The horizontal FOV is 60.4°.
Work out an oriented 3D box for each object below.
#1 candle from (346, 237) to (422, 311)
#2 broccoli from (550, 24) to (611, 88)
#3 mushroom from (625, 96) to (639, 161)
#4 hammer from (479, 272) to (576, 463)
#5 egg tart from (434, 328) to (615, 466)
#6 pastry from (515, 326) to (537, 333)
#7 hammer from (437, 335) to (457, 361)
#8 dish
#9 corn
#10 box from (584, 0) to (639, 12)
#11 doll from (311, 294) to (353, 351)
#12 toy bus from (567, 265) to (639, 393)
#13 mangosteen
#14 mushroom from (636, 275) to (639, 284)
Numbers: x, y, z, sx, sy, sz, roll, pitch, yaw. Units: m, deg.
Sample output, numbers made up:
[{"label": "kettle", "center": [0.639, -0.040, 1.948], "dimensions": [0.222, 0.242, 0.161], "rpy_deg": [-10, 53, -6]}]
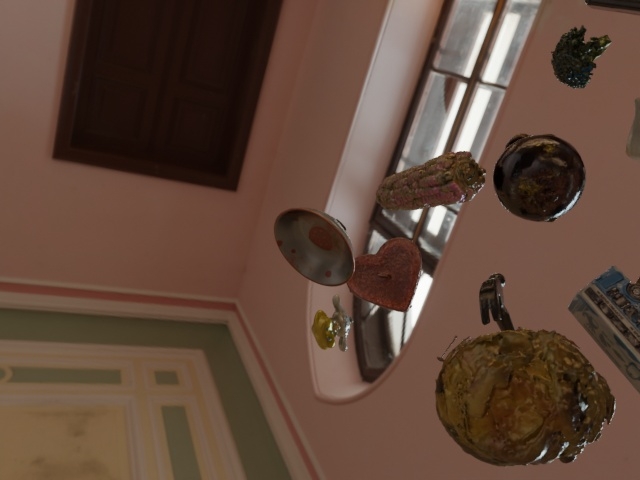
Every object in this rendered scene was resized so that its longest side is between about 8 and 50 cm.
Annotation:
[{"label": "candle", "center": [0.262, 0.153, 2.148], "dimensions": [0.131, 0.316, 0.287], "rpy_deg": [42, -156, -77]}, {"label": "broccoli", "center": [0.711, -0.500, 1.500], "dimensions": [0.167, 0.160, 0.154], "rpy_deg": [58, 177, -11]}, {"label": "mushroom", "center": [1.057, -0.291, 1.658], "dimensions": [0.396, 0.178, 0.126], "rpy_deg": [11, 174, -38]}, {"label": "hammer", "center": [0.466, 0.291, 1.233], "dimensions": [0.044, 0.440, 0.168], "rpy_deg": [-24, -177, 31]}, {"label": "egg tart", "center": [0.332, 0.284, 0.920], "dimensions": [0.297, 0.297, 0.132], "rpy_deg": [21, -154, 9]}, {"label": "pastry", "center": [0.769, 0.445, 2.125], "dimensions": [0.100, 0.219, 0.229], "rpy_deg": [23, -161, 8]}, {"label": "hammer", "center": [0.456, 0.384, 1.963], "dimensions": [0.029, 0.014, 0.123], "rpy_deg": [30, -123, 23]}, {"label": "dish", "center": [0.000, 0.000, 1.509], "dimensions": [0.260, 0.260, 0.085], "rpy_deg": [25, -132, 22]}, {"label": "corn", "center": [0.256, -0.129, 1.340], "dimensions": [0.126, 0.127, 0.335], "rpy_deg": [10, 170, -24]}, {"label": "box", "center": [0.742, -0.551, 1.276], "dimensions": [0.230, 0.050, 0.160], "rpy_deg": [20, -155, 24]}, {"label": "doll", "center": [0.033, 0.213, 1.323], "dimensions": [0.071, 0.135, 0.113], "rpy_deg": [3, -143, 49]}, {"label": "toy bus", "center": [0.668, 0.206, 1.154], "dimensions": [0.130, 0.106, 0.297], "rpy_deg": [-27, -121, -10]}, {"label": "mangosteen", "center": [0.478, -0.150, 1.209], "dimensions": [0.192, 0.192, 0.217], "rpy_deg": [20, -142, 7]}, {"label": "mushroom", "center": [1.174, 0.121, 1.565], "dimensions": [0.397, 0.314, 0.224], "rpy_deg": [45, -174, 31]}]
